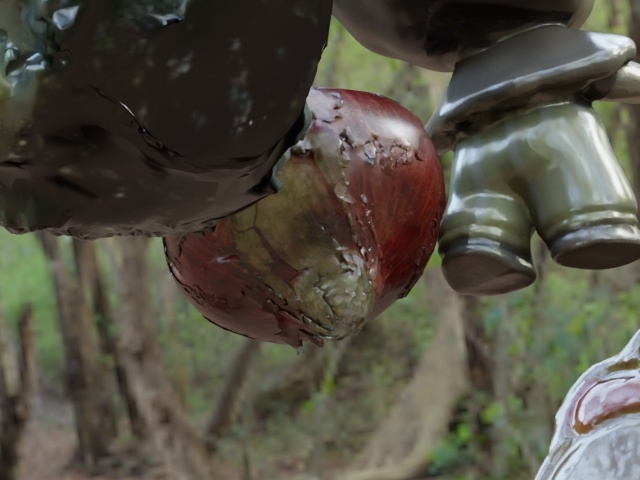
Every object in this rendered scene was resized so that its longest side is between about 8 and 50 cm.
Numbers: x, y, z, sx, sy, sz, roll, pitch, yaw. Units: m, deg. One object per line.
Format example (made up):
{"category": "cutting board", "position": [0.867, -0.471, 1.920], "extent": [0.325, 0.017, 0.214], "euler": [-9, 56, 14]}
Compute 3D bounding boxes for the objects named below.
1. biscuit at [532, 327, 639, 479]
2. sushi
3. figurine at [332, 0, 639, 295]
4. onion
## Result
{"category": "biscuit", "position": [0.285, 0.185, 1.273], "extent": [0.074, 0.359, 0.381], "euler": [24, -47, -38]}
{"category": "sushi", "position": [-0.173, -0.150, 0.969], "extent": [0.285, 0.328, 0.328], "euler": [-3, 22, -32]}
{"category": "figurine", "position": [0.103, -0.156, 1.249], "extent": [0.248, 0.380, 0.203], "euler": [-24, -19, 37]}
{"category": "onion", "position": [0.000, 0.000, 1.166], "extent": [0.184, 0.147, 0.184], "euler": [-15, -40, -13]}
